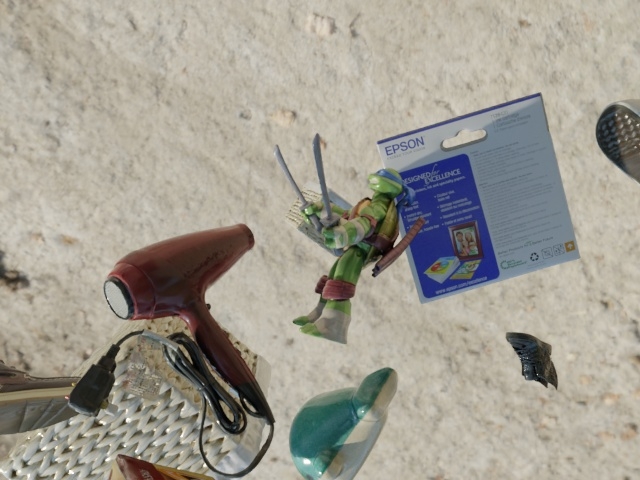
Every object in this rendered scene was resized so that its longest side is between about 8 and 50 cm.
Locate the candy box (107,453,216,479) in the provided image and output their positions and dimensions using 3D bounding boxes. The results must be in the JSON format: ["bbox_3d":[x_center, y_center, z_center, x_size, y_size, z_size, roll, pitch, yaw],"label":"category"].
[{"bbox_3d":[-0.124,0.308,0.408,0.087,0.317,0.183,20,166,-18],"label":"candy box"}]

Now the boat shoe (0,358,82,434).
[{"bbox_3d":[-0.421,0.191,0.869,0.285,0.092,0.103,1,142,-42],"label":"boat shoe"}]

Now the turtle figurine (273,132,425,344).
[{"bbox_3d":[0.000,0.000,1.017,0.274,0.267,0.197,17,179,-41],"label":"turtle figurine"}]

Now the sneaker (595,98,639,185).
[{"bbox_3d":[0.446,-0.058,0.771,0.123,0.290,0.106,-14,151,-27],"label":"sneaker"}]

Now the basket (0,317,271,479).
[{"bbox_3d":[-0.287,0.295,1.164,0.331,0.328,0.266,-42,101,11],"label":"basket"}]

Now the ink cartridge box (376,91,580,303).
[{"bbox_3d":[0.282,-0.073,1.247,0.303,0.072,0.308,-16,96,2],"label":"ink cartridge box"}]

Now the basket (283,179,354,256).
[{"bbox_3d":[0.007,-0.044,1.390,0.113,0.167,0.103,36,90,-18],"label":"basket"}]

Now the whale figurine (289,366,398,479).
[{"bbox_3d":[0.034,0.302,1.166,0.141,0.216,0.272,33,136,9],"label":"whale figurine"}]

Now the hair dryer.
[{"bbox_3d":[-0.142,0.098,0.781,0.223,0.294,0.080,30,145,-25],"label":"hair dryer"}]

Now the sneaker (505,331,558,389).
[{"bbox_3d":[0.440,0.251,1.439,0.170,0.089,0.051,24,161,-36],"label":"sneaker"}]
